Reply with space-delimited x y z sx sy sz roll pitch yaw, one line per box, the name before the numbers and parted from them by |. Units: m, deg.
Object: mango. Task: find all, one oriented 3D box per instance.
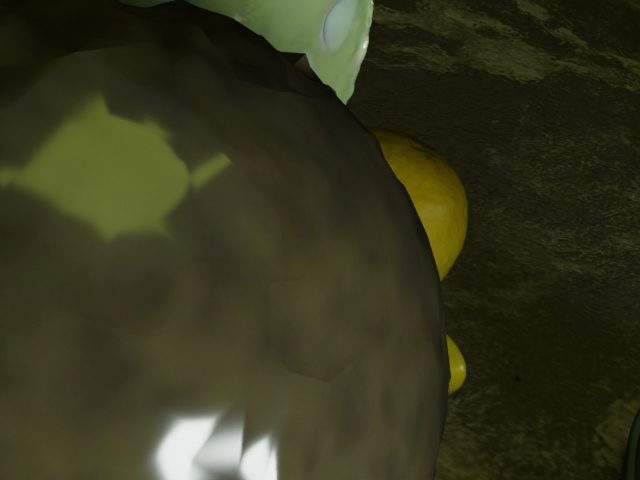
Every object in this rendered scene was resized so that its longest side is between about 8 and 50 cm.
mango | 0.008 -0.002 0.977 0.195 0.142 0.331 -17 -2 -2

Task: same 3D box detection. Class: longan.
longan | -0.123 0.047 0.661 0.391 0.391 0.391 16 27 -9

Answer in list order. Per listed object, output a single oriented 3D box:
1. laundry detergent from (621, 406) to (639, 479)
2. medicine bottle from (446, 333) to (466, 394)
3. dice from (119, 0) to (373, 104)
laundry detergent | 0.374 0.213 1.004 0.281 0.105 0.215 21 25 4
medicine bottle | -0.006 0.109 0.980 0.261 0.064 0.095 -11 24 -41
dice | -0.115 -0.192 1.255 0.254 0.249 0.252 33 30 22
